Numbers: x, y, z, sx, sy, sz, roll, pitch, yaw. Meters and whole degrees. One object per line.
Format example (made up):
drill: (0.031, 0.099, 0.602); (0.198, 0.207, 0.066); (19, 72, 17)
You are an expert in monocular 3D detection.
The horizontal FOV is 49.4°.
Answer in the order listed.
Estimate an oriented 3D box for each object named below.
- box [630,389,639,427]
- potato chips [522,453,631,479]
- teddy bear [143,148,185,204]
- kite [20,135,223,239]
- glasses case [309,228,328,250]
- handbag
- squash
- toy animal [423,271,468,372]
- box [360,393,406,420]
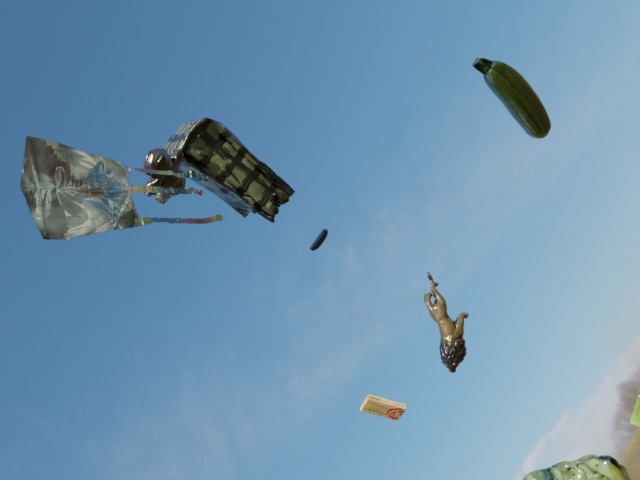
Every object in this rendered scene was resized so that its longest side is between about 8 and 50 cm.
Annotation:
box: (0.678, 0.271, 1.316); (0.260, 0.062, 0.175); (12, -85, -48)
potato chips: (0.604, 0.700, 1.575); (0.373, 0.389, 0.097); (-32, -12, 8)
teddy bear: (-0.316, -0.129, 1.449); (0.119, 0.078, 0.160); (-56, -15, -15)
kite: (-0.290, -0.063, 1.047); (0.309, 0.169, 0.015); (6, -34, -36)
glasses case: (0.000, 0.000, 2.171); (0.083, 0.023, 0.033); (-53, -17, 18)
handbag: (-0.259, -0.193, 1.917); (0.327, 0.325, 0.162); (41, -97, -20)
squash: (0.402, -0.296, 1.423); (0.252, 0.066, 0.066); (38, -101, -33)
toy animal: (0.265, 0.164, 1.456); (0.086, 0.220, 0.069); (4, -32, -40)
box: (0.143, 0.381, 1.581); (0.058, 0.093, 0.015); (112, 173, -45)
